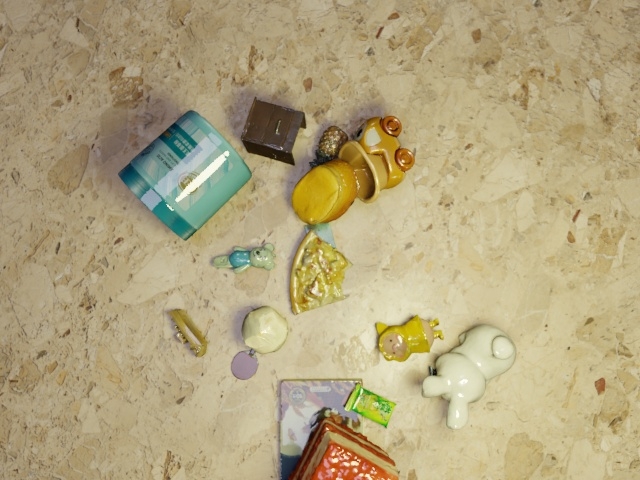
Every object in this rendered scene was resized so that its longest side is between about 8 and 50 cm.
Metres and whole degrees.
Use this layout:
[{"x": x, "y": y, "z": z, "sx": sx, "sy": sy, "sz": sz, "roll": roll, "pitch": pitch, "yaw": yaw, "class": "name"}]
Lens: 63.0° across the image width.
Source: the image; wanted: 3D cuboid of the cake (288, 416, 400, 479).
[{"x": 0.066, "y": 0.761, "z": 1.669, "sx": 0.269, "sy": 0.319, "sz": 0.270, "roll": 29, "pitch": 82, "yaw": 1, "class": "cake"}]

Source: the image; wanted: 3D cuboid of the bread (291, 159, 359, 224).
[{"x": 0.016, "y": -0.172, "z": 1.891, "sx": 0.269, "sy": 0.142, "sz": 0.195, "roll": -44, "pitch": 74, "yaw": 37, "class": "bread"}]

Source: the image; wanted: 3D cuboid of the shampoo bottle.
[{"x": -0.469, "y": -0.232, "z": 1.854, "sx": 0.342, "sy": 0.331, "sz": 0.331, "roll": -44, "pitch": 84, "yaw": -7, "class": "shampoo bottle"}]

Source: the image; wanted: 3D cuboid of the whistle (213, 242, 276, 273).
[{"x": -0.282, "y": 0.068, "z": 1.937, "sx": 0.235, "sy": 0.077, "sz": 0.114, "roll": -6, "pitch": 63, "yaw": 3, "class": "whistle"}]

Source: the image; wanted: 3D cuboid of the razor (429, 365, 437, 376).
[{"x": 0.465, "y": 0.471, "z": 1.888, "sx": 0.154, "sy": 0.028, "sz": 0.044, "roll": -2, "pitch": 71, "yaw": -9, "class": "razor"}]

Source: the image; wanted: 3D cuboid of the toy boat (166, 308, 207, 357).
[{"x": -0.490, "y": 0.337, "z": 1.910, "sx": 0.072, "sy": 0.064, "sz": 0.206, "roll": -41, "pitch": 81, "yaw": 13, "class": "toy boat"}]

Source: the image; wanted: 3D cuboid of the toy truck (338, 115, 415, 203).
[{"x": 0.201, "y": -0.297, "z": 1.894, "sx": 0.211, "sy": 0.204, "sz": 0.288, "roll": -22, "pitch": 85, "yaw": -25, "class": "toy truck"}]

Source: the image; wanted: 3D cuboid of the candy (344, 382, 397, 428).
[{"x": 0.181, "y": 0.588, "z": 1.850, "sx": 0.178, "sy": 0.032, "sz": 0.102, "roll": 29, "pitch": 75, "yaw": -12, "class": "candy"}]

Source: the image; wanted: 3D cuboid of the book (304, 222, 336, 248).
[{"x": 0.000, "y": 0.000, "z": 1.969, "sx": 0.103, "sy": 0.017, "sz": 0.135, "roll": -14, "pitch": 83, "yaw": -2, "class": "book"}]

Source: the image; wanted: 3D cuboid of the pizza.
[{"x": 0.000, "y": 0.129, "z": 1.911, "sx": 0.222, "sy": 0.089, "sz": 0.324, "roll": 11, "pitch": 88, "yaw": 3, "class": "pizza"}]

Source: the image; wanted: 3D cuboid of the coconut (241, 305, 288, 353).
[{"x": -0.203, "y": 0.313, "z": 1.847, "sx": 0.162, "sy": 0.161, "sz": 0.161, "roll": 39, "pitch": 83, "yaw": -28, "class": "coconut"}]

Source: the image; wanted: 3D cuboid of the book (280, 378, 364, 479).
[{"x": 0.007, "y": 0.712, "z": 1.857, "sx": 0.299, "sy": 0.039, "sz": 0.429, "roll": -1, "pitch": 82, "yaw": -1, "class": "book"}]

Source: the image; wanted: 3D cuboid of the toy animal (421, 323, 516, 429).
[{"x": 0.498, "y": 0.448, "z": 1.757, "sx": 0.367, "sy": 0.241, "sz": 0.196, "roll": -39, "pitch": 78, "yaw": -19, "class": "toy animal"}]

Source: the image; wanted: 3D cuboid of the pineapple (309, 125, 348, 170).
[{"x": 0.022, "y": -0.336, "z": 1.977, "sx": 0.108, "sy": 0.108, "sz": 0.198, "roll": 34, "pitch": 89, "yaw": 5, "class": "pineapple"}]

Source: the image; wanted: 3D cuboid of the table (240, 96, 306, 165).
[{"x": -0.169, "y": -0.404, "z": 1.951, "sx": 0.193, "sy": 0.172, "sz": 0.169, "roll": 17, "pitch": 82, "yaw": 4, "class": "table"}]

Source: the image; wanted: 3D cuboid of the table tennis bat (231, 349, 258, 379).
[{"x": -0.264, "y": 0.435, "z": 1.914, "sx": 0.095, "sy": 0.014, "sz": 0.158, "roll": 30, "pitch": 86, "yaw": 6, "class": "table tennis bat"}]

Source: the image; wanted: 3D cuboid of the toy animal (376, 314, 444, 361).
[{"x": 0.319, "y": 0.345, "z": 1.862, "sx": 0.229, "sy": 0.156, "sz": 0.156, "roll": -16, "pitch": 82, "yaw": 9, "class": "toy animal"}]
